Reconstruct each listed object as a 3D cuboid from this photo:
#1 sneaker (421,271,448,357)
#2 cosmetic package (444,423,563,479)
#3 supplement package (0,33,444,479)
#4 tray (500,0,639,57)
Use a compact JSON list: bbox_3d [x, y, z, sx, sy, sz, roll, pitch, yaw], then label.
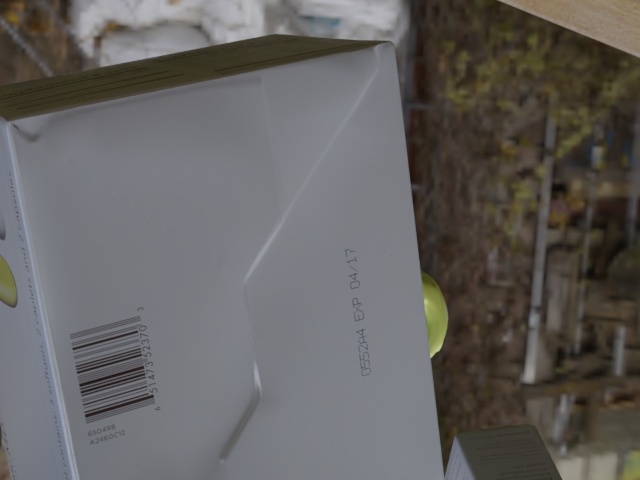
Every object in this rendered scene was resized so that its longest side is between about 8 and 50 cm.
[{"bbox_3d":[0.000,0.000,0.927,0.091,0.240,0.126,-32,-169,32],"label":"sneaker"},{"bbox_3d":[0.177,0.279,1.172,0.086,0.117,0.231,-6,-139,-16],"label":"cosmetic package"},{"bbox_3d":[-0.066,0.037,0.731,0.204,0.261,0.145,-14,-165,-25],"label":"supplement package"},{"bbox_3d":[0.078,-0.125,0.403,0.411,0.076,0.203,16,-152,-22],"label":"tray"}]
